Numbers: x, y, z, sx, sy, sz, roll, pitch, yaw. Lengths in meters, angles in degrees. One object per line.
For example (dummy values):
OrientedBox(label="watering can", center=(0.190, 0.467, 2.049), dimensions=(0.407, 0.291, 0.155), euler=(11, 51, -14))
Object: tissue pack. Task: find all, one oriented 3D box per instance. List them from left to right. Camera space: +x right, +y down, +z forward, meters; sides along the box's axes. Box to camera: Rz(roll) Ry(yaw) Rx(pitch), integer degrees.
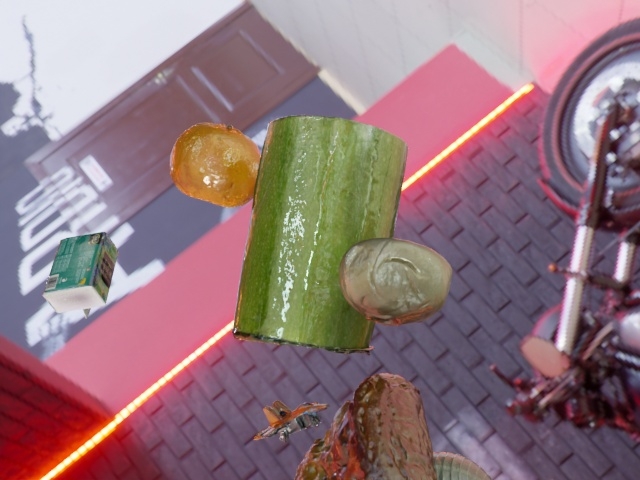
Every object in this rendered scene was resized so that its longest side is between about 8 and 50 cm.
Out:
OrientedBox(label="tissue pack", center=(-0.363, 0.056, 1.344), dimensions=(0.079, 0.085, 0.111), euler=(67, -162, -45))

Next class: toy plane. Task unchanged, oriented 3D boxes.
OrientedBox(label="toy plane", center=(-0.035, 0.306, 1.487), dimensions=(0.188, 0.135, 0.062), euler=(-14, 99, 50))

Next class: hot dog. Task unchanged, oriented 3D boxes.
OrientedBox(label="hot dog", center=(0.067, 0.356, 1.217), dimensions=(0.174, 0.267, 0.388), euler=(20, -152, -13))

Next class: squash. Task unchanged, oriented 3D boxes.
OrientedBox(label="squash", center=(0.000, 0.000, 1.527), dimensions=(0.263, 0.385, 0.263), euler=(10, 175, 1))

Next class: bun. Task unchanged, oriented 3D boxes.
OrientedBox(label="bun", center=(0.112, 0.073, 1.334), dimensions=(0.173, 0.114, 0.167), euler=(5, 156, 15))

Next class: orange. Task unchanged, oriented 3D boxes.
OrientedBox(label="orange", center=(-0.205, -0.153, 1.740), dimensions=(0.193, 0.161, 0.193), euler=(18, 176, 1))

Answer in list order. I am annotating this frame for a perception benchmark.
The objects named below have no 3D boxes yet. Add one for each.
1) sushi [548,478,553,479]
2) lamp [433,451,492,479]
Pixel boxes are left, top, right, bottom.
OrientedBox(label="sushi", center=(0.537, 0.614, 2.041), dimensions=(0.060, 0.118, 0.061), euler=(19, 156, -14))
OrientedBox(label="lamp", center=(0.271, 0.567, 1.785), dimensions=(0.233, 0.233, 0.265), euler=(83, -178, -77))
